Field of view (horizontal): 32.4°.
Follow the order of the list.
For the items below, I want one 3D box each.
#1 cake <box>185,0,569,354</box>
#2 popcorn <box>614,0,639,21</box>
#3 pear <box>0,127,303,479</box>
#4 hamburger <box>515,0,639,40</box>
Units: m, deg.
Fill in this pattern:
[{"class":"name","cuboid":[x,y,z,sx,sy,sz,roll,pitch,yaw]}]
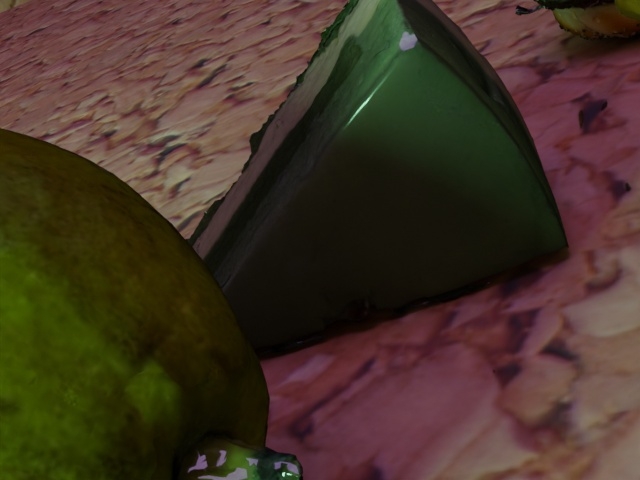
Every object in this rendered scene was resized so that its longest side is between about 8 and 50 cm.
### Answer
[{"class":"cake","cuboid":[-0.012,-0.048,0.704,0.284,0.172,0.158,-21,27,11]},{"class":"popcorn","cuboid":[0.295,-0.146,0.552,0.332,0.265,0.225,22,60,7]},{"class":"pear","cuboid":[-0.177,0.082,0.505,0.375,0.287,0.287,4,34,22]},{"class":"hamburger","cuboid":[0.263,-0.228,0.918,0.190,0.093,0.164,-6,32,38]}]
